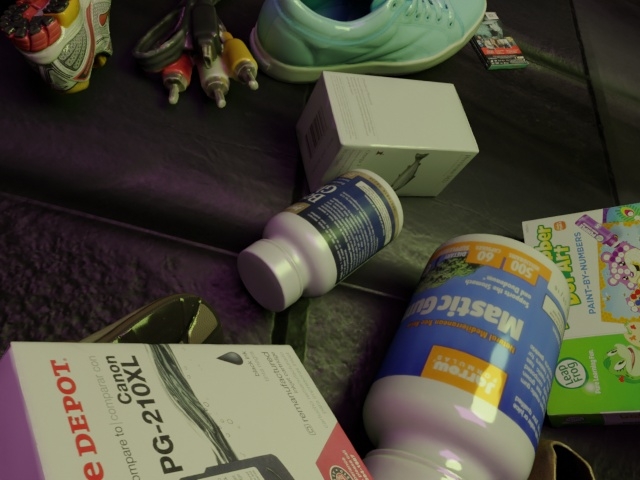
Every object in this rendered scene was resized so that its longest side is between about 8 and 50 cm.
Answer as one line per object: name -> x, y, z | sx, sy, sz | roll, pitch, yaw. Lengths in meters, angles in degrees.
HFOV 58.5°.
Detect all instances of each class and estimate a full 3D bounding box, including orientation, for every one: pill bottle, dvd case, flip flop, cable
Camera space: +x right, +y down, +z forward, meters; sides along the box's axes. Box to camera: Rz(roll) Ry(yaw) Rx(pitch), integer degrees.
pill bottle -> 0.130, 0.136, 0.531 | 0.152, 0.152, 0.272 | 33, 54, -2
dvd case -> 0.285, -0.334, 0.951 | 0.087, 0.013, 0.120 | -12, 69, -28
flip flop -> -0.198, 0.117, 0.449 | 0.277, 0.080, 0.112 | -28, 109, -47
cable -> -0.154, -0.273, 0.722 | 0.139, 0.072, 0.287 | -8, 49, -1
pill bottle -> 0.000, 0.000, 0.589 | 0.169, 0.094, 0.094 | -35, 79, -34

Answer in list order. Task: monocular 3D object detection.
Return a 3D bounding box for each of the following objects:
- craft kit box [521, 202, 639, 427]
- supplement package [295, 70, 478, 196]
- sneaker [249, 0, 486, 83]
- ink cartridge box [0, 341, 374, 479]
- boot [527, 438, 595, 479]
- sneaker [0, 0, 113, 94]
craft kit box -> 0.367, 0.073, 0.636 | 0.061, 0.246, 0.250 | 48, 38, -48
supplement package -> 0.076, -0.122, 0.686 | 0.179, 0.105, 0.105 | -2, 62, -23
sneaker -> 0.093, -0.302, 0.744 | 0.365, 0.150, 0.135 | -23, 82, -23
ink cartridge box -> -0.086, 0.162, 0.374 | 0.237, 0.100, 0.172 | 12, 32, -48
boot -> 0.167, 0.313, 0.470 | 0.112, 0.115, 0.305 | 24, 57, -11
sneaker -> -0.274, -0.241, 0.628 | 0.088, 0.093, 0.225 | -8, 46, 7
